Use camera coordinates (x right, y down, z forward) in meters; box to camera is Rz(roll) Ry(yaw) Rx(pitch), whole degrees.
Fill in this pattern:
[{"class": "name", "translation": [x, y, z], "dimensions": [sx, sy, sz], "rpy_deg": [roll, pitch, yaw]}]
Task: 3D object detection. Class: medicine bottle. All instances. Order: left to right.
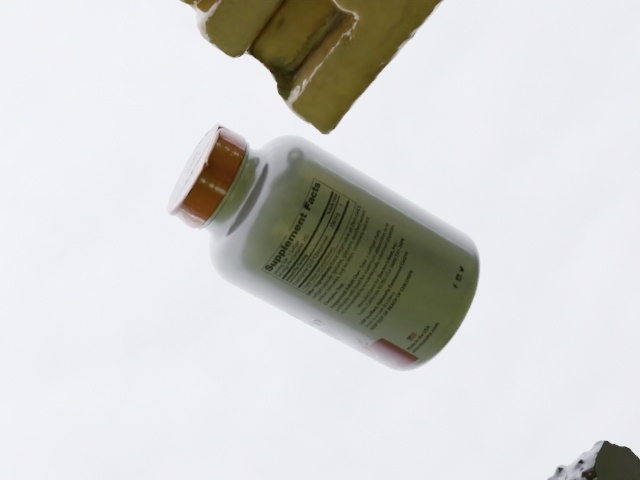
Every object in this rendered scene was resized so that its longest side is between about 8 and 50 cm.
[{"class": "medicine bottle", "translation": [0.000, 0.000, 0.953], "dimensions": [0.288, 0.157, 0.157], "rpy_deg": [29, -92, -17]}]

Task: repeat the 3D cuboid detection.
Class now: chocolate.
[{"class": "chocolate", "translation": [0.268, 0.292, 1.014], "dimensions": [0.156, 0.133, 0.156], "rpy_deg": [28, -133, -35]}]

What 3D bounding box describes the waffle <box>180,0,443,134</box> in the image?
[{"class": "waffle", "translation": [-0.032, -0.258, 0.498], "dimensions": [0.348, 0.077, 0.304], "rpy_deg": [31, -60, -19]}]
